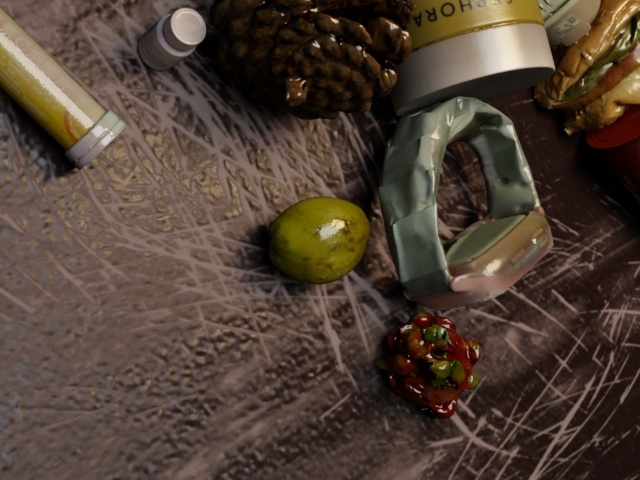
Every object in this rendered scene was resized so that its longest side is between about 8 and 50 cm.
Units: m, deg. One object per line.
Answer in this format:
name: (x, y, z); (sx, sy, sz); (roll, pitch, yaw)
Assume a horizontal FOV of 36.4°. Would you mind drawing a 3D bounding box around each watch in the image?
watch: (0.181, -0.061, 1.277); (0.253, 0.162, 0.241); (-36, 104, -40)

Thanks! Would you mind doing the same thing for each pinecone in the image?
pinecone: (-0.010, -0.262, 1.165); (0.243, 0.243, 0.257); (34, 27, -23)

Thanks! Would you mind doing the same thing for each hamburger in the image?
hamburger: (0.476, -0.333, 1.505); (0.162, 0.209, 0.330); (46, 58, -18)

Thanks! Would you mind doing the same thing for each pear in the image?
pear: (0.000, 0.000, 1.185); (0.131, 0.107, 0.107); (-5, 83, -25)

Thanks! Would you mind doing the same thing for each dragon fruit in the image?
dragon fruit: (0.142, 0.161, 1.255); (0.142, 0.175, 0.138); (-14, 76, -5)

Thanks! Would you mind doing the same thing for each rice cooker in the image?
rice cooker: (0.336, -0.374, 1.443); (0.127, 0.145, 0.206); (31, 36, -32)

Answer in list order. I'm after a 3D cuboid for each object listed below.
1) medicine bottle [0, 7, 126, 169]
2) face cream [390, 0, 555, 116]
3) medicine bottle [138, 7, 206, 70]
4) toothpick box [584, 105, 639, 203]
medicine bottle: (-0.311, -0.176, 1.038); (0.218, 0.074, 0.074); (45, 60, -16)
face cream: (0.182, -0.280, 1.291); (0.218, 0.218, 0.179); (-12, 86, -34)
medicine bottle: (-0.172, -0.233, 1.127); (0.052, 0.089, 0.052); (7, 77, -32)
toothpick box: (0.601, -0.105, 1.543); (0.333, 0.204, 0.204); (44, 60, -18)
